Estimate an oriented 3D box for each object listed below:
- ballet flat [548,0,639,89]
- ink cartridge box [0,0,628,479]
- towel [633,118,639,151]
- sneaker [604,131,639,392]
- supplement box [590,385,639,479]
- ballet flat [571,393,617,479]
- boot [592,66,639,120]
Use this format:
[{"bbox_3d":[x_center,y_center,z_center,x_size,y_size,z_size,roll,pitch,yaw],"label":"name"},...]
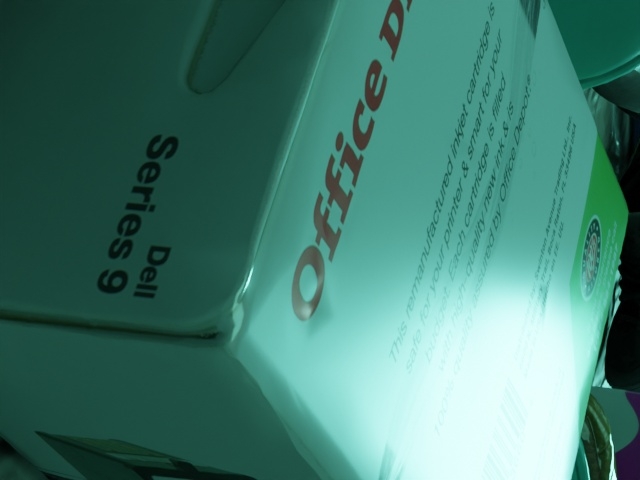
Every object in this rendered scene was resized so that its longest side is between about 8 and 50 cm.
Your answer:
[{"bbox_3d":[0.023,-0.242,0.598,0.182,0.164,0.483,64,5,34],"label":"ballet flat"},{"bbox_3d":[0.000,0.000,0.631,0.289,0.121,0.211,57,44,-53],"label":"ink cartridge box"},{"bbox_3d":[0.262,-0.131,1.277,0.285,0.034,0.209,-30,121,-60],"label":"towel"},{"bbox_3d":[0.194,0.002,1.138,0.089,0.051,0.170,32,82,-40],"label":"sneaker"},{"bbox_3d":[0.201,0.188,1.123,0.114,0.111,0.220,-68,150,-30],"label":"supplement box"},{"bbox_3d":[0.100,0.204,0.943,0.124,0.116,0.342,-71,156,-71],"label":"ballet flat"},{"bbox_3d":[0.166,-0.231,0.959,0.222,0.118,0.338,14,79,-60],"label":"boot"}]
